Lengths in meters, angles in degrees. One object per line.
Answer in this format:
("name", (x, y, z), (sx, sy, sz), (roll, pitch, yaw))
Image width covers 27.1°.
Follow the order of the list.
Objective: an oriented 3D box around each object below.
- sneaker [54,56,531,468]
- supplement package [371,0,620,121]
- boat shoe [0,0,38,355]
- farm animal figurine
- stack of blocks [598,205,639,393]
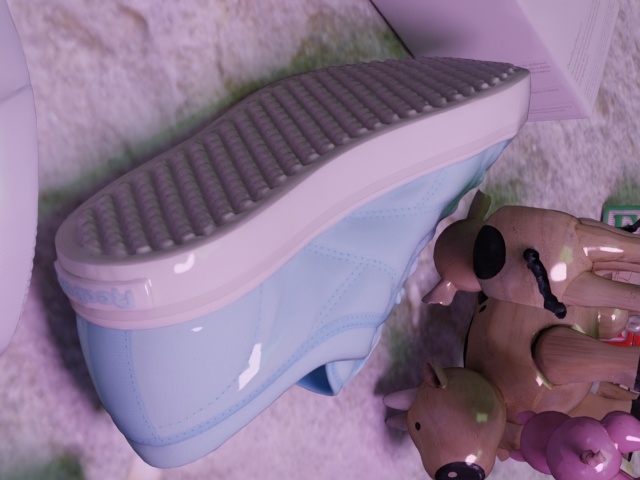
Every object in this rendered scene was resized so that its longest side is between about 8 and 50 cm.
("sneaker", (0.000, 0.000, 0.749), (0.366, 0.135, 0.150), (-30, 125, -42))
("supplement package", (0.117, -0.173, 0.909), (0.179, 0.105, 0.105), (46, 55, -44))
("boat shoe", (-0.184, -0.096, 0.525), (0.094, 0.109, 0.302), (-7, 87, -38))
("farm animal figurine", (0.134, 0.076, 0.870), (0.327, 0.172, 0.330), (-60, 157, -55))
("stack of blocks", (0.353, 0.090, 1.238), (0.297, 0.087, 0.171), (25, 71, -51))
